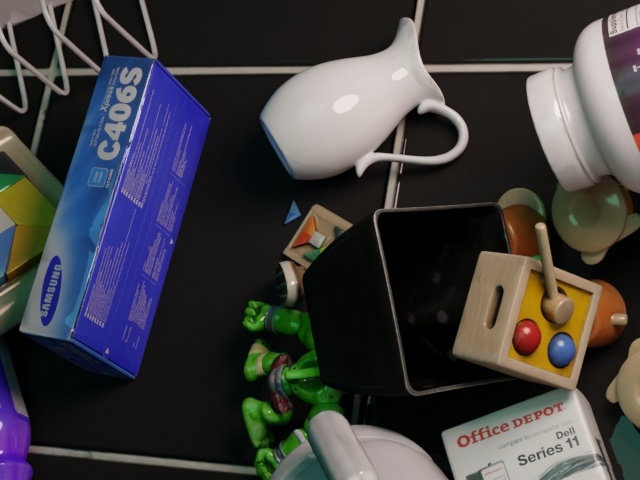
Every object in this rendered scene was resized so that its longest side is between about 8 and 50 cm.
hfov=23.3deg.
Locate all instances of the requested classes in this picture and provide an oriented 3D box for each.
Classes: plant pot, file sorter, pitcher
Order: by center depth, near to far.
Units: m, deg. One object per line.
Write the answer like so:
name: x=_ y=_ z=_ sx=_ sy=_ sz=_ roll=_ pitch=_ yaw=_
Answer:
plant pot: x=0.087 y=0.074 z=1.632 sx=0.167 sy=0.188 sz=0.187 roll=-20 pitch=78 yaw=47
pitcher: x=0.051 y=-0.135 z=1.796 sx=0.207 sy=0.125 sz=0.177 roll=-29 pitch=77 yaw=-4
file sorter: x=-0.375 y=-0.280 z=1.976 sx=0.278 sy=0.193 sz=0.173 roll=-20 pitch=67 yaw=13

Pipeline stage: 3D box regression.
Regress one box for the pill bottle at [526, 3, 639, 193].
pill bottle: x=0.371 y=-0.156 z=1.491 sx=0.323 sy=0.181 sz=0.181 roll=-20 pitch=63 yaw=20

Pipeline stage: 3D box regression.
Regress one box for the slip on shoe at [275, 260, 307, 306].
slip on shoe: x=-0.027 y=0.048 z=1.743 sx=0.041 sy=0.135 sz=0.051 roll=-2 pitch=88 yaw=-4

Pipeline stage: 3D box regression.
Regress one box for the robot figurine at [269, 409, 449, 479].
robot figurine: x=0.058 y=0.309 z=1.508 sx=0.200 sy=0.300 sz=0.353 roll=-21 pitch=27 yaw=-11

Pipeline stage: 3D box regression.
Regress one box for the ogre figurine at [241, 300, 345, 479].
ogre figurine: x=-0.027 y=0.160 z=1.714 sx=0.118 sy=0.097 sz=0.197 roll=-12 pitch=54 yaw=30

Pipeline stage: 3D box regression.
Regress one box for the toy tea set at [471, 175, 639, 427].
toy tea set: x=0.320 y=0.037 z=1.636 sx=0.336 sy=0.124 sz=0.200 roll=45 pitch=119 yaw=26

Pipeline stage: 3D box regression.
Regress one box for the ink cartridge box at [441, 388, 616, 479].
ink cartridge box: x=0.227 y=0.270 z=1.572 sx=0.153 sy=0.087 sz=0.208 roll=-23 pitch=62 yaw=11

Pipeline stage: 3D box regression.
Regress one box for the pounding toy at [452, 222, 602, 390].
pounding toy: x=0.212 y=0.064 z=1.536 sx=0.100 sy=0.130 sz=0.141 roll=8 pitch=80 yaw=55

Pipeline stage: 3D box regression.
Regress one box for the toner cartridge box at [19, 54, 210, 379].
toner cartridge box: x=-0.236 y=-0.027 z=1.832 sx=0.075 sy=0.165 sz=0.348 roll=7 pitch=72 yaw=25

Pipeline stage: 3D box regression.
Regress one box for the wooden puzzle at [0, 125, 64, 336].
wooden puzzle: x=-0.402 y=-0.014 z=1.894 sx=0.221 sy=0.044 sz=0.238 roll=-35 pitch=69 yaw=-25

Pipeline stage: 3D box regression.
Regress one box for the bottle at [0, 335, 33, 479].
bottle: x=-0.404 y=0.223 z=1.840 sx=0.118 sy=0.092 sz=0.283 roll=-28 pitch=62 yaw=10

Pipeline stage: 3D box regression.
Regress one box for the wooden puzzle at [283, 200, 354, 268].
wooden puzzle: x=0.000 y=0.000 z=1.812 sx=0.116 sy=0.014 sz=0.078 roll=23 pitch=79 yaw=28
